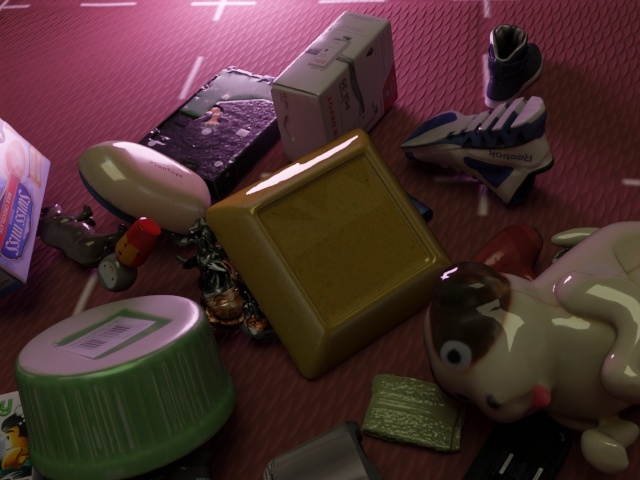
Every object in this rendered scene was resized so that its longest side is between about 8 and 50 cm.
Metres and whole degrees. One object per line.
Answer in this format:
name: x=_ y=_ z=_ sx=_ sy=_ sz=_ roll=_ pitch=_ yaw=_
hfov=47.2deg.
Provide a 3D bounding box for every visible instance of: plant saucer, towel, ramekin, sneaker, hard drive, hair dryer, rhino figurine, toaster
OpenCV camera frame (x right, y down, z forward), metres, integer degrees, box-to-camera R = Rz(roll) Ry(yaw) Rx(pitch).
plant saucer: x=0.034 y=0.002 z=1.202 sx=0.333 sy=0.081 sz=0.333 roll=-31 pitch=83 yaw=-18
towel: x=0.142 y=0.258 z=1.098 sx=0.148 sy=0.027 sz=0.110 roll=8 pitch=50 yaw=15
ramekin: x=-0.283 y=0.196 z=1.053 sx=0.303 sy=0.148 sz=0.303 roll=-10 pitch=17 yaw=3
sneaker: x=-0.277 y=0.348 z=1.033 sx=0.267 sy=0.101 sz=0.106 roll=-10 pitch=70 yaw=18
hard drive: x=-0.210 y=-0.246 z=1.596 sx=0.237 sy=0.064 sz=0.339 roll=21 pitch=55 yaw=26
sneaker: x=0.426 y=-0.409 z=1.578 sx=0.086 sy=0.163 sz=0.226 roll=18 pitch=51 yaw=26
hair dryer: x=0.357 y=0.064 z=1.207 sx=0.293 sy=0.080 sz=0.223 roll=-3 pitch=48 yaw=7
rhino figurine: x=-0.485 y=-0.019 z=1.426 sx=0.243 sy=0.073 sz=0.106 roll=24 pitch=52 yaw=30
toaster: x=0.015 y=0.341 z=0.940 sx=0.146 sy=0.129 sz=0.227 roll=-22 pitch=17 yaw=-4
sneaker: x=0.308 y=-0.150 z=1.387 sx=0.315 sy=0.182 sz=0.127 roll=0 pitch=37 yaw=51

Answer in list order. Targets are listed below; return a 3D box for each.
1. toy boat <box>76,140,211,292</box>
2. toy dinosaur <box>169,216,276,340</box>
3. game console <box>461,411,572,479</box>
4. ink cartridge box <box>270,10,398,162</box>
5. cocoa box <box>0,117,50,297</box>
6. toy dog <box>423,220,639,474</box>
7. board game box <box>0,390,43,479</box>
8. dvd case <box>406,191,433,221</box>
toy boat: x=-0.333 y=-0.047 z=1.331 sx=0.267 sy=0.148 sz=0.318 roll=28 pitch=29 yaw=-22
toy dinosaur: x=-0.157 y=0.076 z=1.233 sx=0.322 sy=0.164 sz=0.218 roll=-4 pitch=59 yaw=-35
game console: x=0.231 y=0.375 z=0.967 sx=0.213 sy=0.044 sz=0.361 roll=26 pitch=57 yaw=27
ink cartridge box: x=0.038 y=-0.306 z=1.514 sx=0.117 sy=0.207 sz=0.283 roll=20 pitch=54 yaw=27
cocoa box: x=-0.679 y=-0.056 z=1.346 sx=0.231 sy=0.228 sz=0.347 roll=-26 pitch=44 yaw=17
toy dog: x=0.343 y=0.108 z=0.997 sx=0.408 sy=0.284 sz=0.395 roll=-12 pitch=47 yaw=-11
board game box: x=-0.572 y=0.347 z=1.113 sx=0.305 sy=0.053 sz=0.193 roll=-13 pitch=46 yaw=-3
dvd case: x=0.061 y=-0.030 z=1.382 sx=0.253 sy=0.022 sz=0.180 roll=-34 pitch=52 yaw=-21
